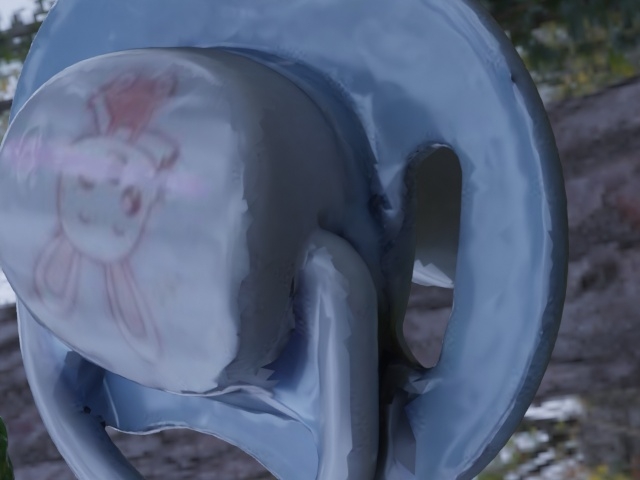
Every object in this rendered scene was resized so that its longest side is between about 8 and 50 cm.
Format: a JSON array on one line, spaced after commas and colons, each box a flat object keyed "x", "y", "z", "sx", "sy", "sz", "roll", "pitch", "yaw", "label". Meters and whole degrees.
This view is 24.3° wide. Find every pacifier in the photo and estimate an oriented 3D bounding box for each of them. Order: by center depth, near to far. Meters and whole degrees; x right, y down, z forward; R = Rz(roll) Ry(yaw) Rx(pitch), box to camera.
[{"x": 0.000, "y": 0.000, "z": 0.592, "sx": 0.226, "sy": 0.287, "sz": 0.238, "roll": -9, "pitch": -77, "yaw": -45, "label": "pacifier"}]

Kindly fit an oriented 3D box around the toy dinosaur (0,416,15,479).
[{"x": -0.309, "y": 0.214, "z": 1.078, "sx": 0.500, "sy": 0.144, "sz": 0.374, "roll": -109, "pitch": -2, "yaw": -47, "label": "toy dinosaur"}]
